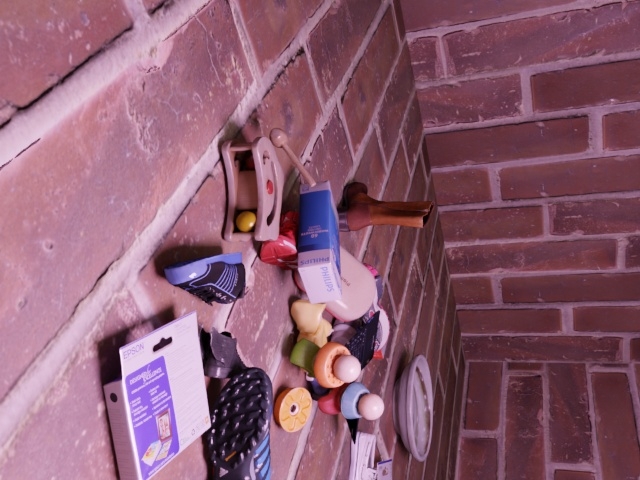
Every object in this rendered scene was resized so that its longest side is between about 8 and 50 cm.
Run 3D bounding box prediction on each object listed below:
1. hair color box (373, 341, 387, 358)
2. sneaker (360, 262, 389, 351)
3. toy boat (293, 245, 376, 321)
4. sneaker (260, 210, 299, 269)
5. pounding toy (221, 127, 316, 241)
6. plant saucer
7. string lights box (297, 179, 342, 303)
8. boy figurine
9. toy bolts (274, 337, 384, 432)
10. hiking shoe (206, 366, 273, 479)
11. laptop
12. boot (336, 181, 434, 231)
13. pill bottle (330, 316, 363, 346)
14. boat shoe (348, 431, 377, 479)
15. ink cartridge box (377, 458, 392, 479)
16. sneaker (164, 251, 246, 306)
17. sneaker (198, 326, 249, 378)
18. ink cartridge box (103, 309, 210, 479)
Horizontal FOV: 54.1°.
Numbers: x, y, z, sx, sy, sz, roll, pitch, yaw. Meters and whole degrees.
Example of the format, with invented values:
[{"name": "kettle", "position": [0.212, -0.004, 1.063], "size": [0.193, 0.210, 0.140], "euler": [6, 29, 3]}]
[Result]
[{"name": "hair color box", "position": [0.178, 0.303, 2.088], "size": [0.093, 0.053, 0.167], "euler": [-67, 146, -48]}, {"name": "sneaker", "position": [0.125, 0.216, 1.908], "size": [0.112, 0.120, 0.299], "euler": [-33, 122, -34]}, {"name": "toy boat", "position": [0.026, 0.105, 1.605], "size": [0.231, 0.151, 0.151], "euler": [41, 71, -16]}, {"name": "sneaker", "position": [-0.088, -0.012, 1.418], "size": [0.221, 0.087, 0.128], "euler": [59, 23, -73]}, {"name": "pounding toy", "position": [-0.104, -0.124, 1.256], "size": [0.154, 0.154, 0.270], "euler": [50, 41, -65]}, {"name": "plant saucer", "position": [0.351, 0.643, 2.427], "size": [0.400, 0.100, 0.401], "euler": [-4, 90, -70]}, {"name": "string lights box", "position": [0.000, 0.000, 1.443], "size": [0.133, 0.076, 0.260], "euler": [73, 12, -46]}, {"name": "boy figurine", "position": [-0.005, 0.257, 1.557], "size": [0.177, 0.092, 0.285], "euler": [-56, 141, -54]}, {"name": "toy bolts", "position": [0.034, 0.360, 1.422], "size": [0.228, 0.158, 0.218], "euler": [43, 64, -40]}, {"name": "hiking shoe", "position": [-0.144, 0.381, 1.156], "size": [0.132, 0.113, 0.304], "euler": [22, 78, -76]}, {"name": "laptop", "position": [0.125, 0.371, 1.715], "size": [0.264, 0.136, 0.234], "euler": [-41, 150, -34]}, {"name": "boot", "position": [0.199, -0.113, 1.883], "size": [0.264, 0.280, 0.096], "euler": [-51, 134, -61]}, {"name": "pill bottle", "position": [0.075, 0.246, 1.785], "size": [0.137, 0.078, 0.078], "euler": [-70, 149, -47]}, {"name": "boat shoe", "position": [0.130, 0.687, 1.862], "size": [0.083, 0.075, 0.226], "euler": [19, 69, -68]}, {"name": "ink cartridge box", "position": [0.177, 0.885, 1.975], "size": [0.176, 0.069, 0.371], "euler": [33, 58, -64]}, {"name": "sneaker", "position": [-0.190, 0.073, 1.101], "size": [0.232, 0.081, 0.091], "euler": [-8, 87, -71]}, {"name": "sneaker", "position": [-0.172, 0.211, 1.168], "size": [0.170, 0.051, 0.089], "euler": [27, 66, -63]}, {"name": "ink cartridge box", "position": [-0.247, 0.233, 0.972], "size": [0.206, 0.045, 0.208], "euler": [-24, 110, -68]}]
